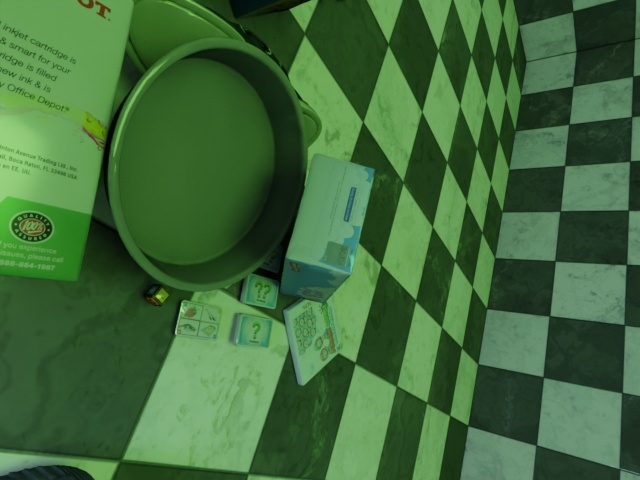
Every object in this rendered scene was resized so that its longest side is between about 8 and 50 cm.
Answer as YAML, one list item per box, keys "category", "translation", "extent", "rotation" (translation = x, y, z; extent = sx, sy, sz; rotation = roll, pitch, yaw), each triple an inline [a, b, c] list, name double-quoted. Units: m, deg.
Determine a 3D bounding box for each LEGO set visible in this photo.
- category: "LEGO set"
  translation: [-0.134, 0.061, 0.624]
  extent: [0.244, 0.060, 0.183]
  rotation: [27, 67, -50]

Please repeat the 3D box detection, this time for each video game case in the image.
- category: "video game case"
  translation: [-0.009, 0.179, 0.826]
  extent: [0.143, 0.019, 0.158]
  rotation: [-28, 114, -49]

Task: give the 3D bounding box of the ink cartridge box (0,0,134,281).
- category: "ink cartridge box"
  translation: [-0.297, -0.117, 0.341]
  extent: [0.201, 0.116, 0.279]
  rotation: [16, 79, -52]

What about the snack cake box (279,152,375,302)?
- category: "snack cake box"
  translation: [0.000, 0.000, 0.652]
  extent: [0.264, 0.089, 0.152]
  rotation: [113, -9, -73]

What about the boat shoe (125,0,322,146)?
- category: "boat shoe"
  translation: [-0.126, -0.236, 0.582]
  extent: [0.339, 0.127, 0.113]
  rotation: [14, 41, -51]

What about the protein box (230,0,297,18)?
- category: "protein box"
  translation: [-0.046, -0.459, 0.597]
  extent: [0.136, 0.199, 0.201]
  rotation: [-43, 125, -43]

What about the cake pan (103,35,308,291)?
- category: "cake pan"
  translation: [-0.125, -0.085, 0.508]
  extent: [0.293, 0.054, 0.294]
  rotation: [-31, 130, -45]

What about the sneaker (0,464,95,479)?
- category: "sneaker"
  translation: [-0.344, 0.313, 0.330]
  extent: [0.318, 0.112, 0.131]
  rotation: [-13, 119, -50]
